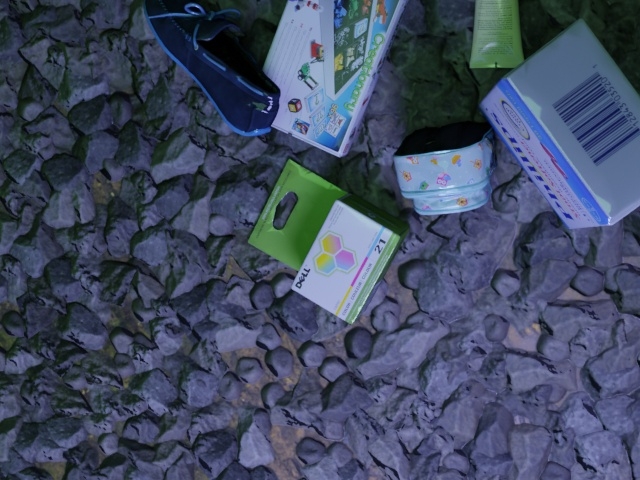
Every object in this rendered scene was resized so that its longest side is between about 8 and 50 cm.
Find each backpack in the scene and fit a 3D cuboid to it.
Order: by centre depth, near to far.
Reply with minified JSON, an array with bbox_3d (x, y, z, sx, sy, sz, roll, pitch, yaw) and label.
[{"bbox_3d":[0.205,-0.118,1.727,0.165,0.188,0.144,-4,99,17],"label":"backpack"}]

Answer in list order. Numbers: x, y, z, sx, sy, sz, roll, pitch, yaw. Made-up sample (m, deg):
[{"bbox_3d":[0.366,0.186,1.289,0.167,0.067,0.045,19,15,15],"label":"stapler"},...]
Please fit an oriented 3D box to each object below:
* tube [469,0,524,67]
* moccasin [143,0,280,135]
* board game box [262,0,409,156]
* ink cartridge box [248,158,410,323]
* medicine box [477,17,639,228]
[{"bbox_3d":[0.289,-0.403,1.722,0.070,0.062,0.240,21,118,58],"label":"tube"},{"bbox_3d":[-0.172,-0.337,1.815,0.342,0.137,0.117,48,133,12],"label":"moccasin"},{"bbox_3d":[0.012,-0.323,1.819,0.193,0.053,0.305,26,107,12],"label":"board game box"},{"bbox_3d":[0.000,0.000,1.861,0.255,0.097,0.189,30,107,9],"label":"ink cartridge box"},{"bbox_3d":[0.389,-0.164,1.599,0.149,0.289,0.263,-36,88,0],"label":"medicine box"}]
